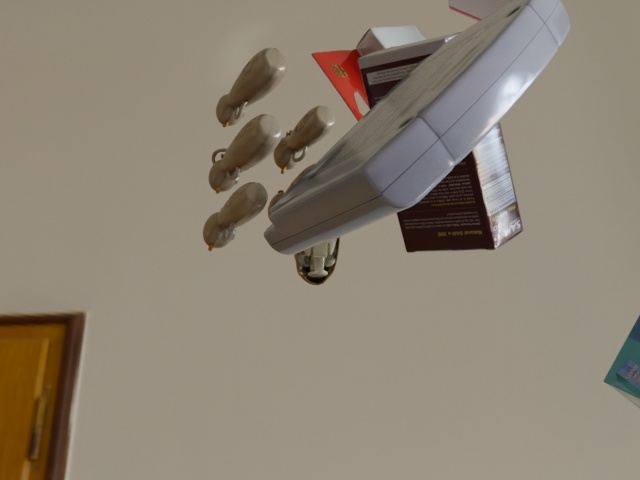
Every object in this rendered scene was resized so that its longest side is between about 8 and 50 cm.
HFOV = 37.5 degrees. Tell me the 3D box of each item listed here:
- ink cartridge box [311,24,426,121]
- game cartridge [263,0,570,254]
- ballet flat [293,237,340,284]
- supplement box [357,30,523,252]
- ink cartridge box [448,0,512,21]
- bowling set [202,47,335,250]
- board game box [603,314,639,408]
[{"bbox_3d":[0.148,-0.250,1.625,0.239,0.275,0.060,-16,-24,-45],"label":"ink cartridge box"},{"bbox_3d":[0.092,-0.107,0.815,0.062,0.297,0.198,53,-33,-14],"label":"game cartridge"},{"bbox_3d":[0.000,0.000,1.180,0.073,0.067,0.206,-4,-25,0],"label":"ballet flat"},{"bbox_3d":[0.139,-0.109,1.080,0.130,0.239,0.073,-2,18,44],"label":"supplement box"},{"bbox_3d":[0.337,-0.461,1.579,0.159,0.218,0.092,33,-21,31],"label":"ink cartridge box"},{"bbox_3d":[-0.046,-0.089,1.250,0.200,0.287,0.154,24,-36,-23],"label":"bowling set"},{"bbox_3d":[0.583,0.168,1.443,0.079,0.253,0.336,26,-5,43],"label":"board game box"}]
